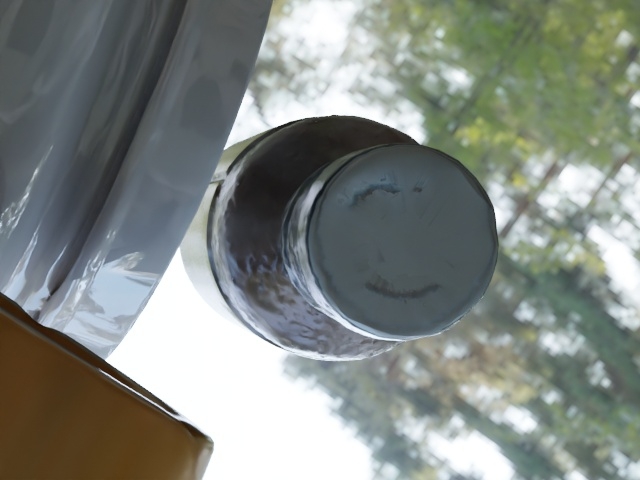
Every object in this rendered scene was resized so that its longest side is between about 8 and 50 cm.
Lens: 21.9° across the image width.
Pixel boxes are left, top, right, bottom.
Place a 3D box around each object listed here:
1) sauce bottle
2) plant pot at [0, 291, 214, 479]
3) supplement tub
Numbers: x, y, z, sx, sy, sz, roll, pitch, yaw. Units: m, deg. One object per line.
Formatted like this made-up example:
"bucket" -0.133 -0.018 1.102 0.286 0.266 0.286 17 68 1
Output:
"sauce bottle" 0.000 0.000 0.743 0.111 0.111 0.344 31 178 -8
"plant pot" -0.133 0.102 0.475 0.205 0.188 0.205 33 174 4
"supplement tub" -0.196 -0.094 0.596 0.316 0.228 0.228 22 -162 -16
